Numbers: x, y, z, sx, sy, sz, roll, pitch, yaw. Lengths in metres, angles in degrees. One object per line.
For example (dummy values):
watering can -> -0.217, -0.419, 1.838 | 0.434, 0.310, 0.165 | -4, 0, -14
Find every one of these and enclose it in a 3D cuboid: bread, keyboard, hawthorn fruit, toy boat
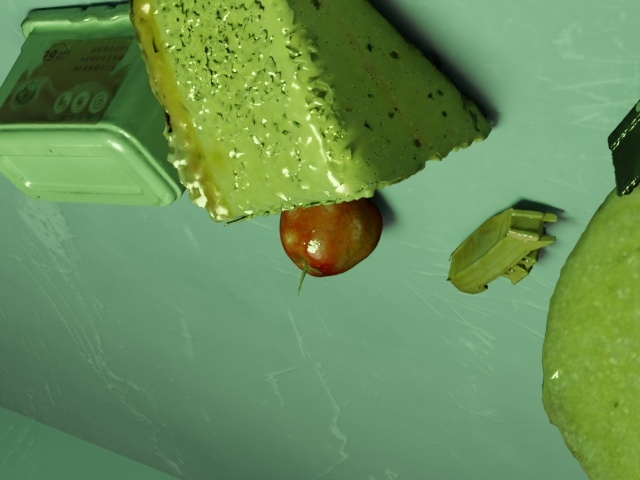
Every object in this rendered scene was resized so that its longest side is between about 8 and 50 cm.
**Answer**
bread -> -0.013, -0.190, 1.414 | 0.248, 0.279, 0.315 | -6, 96, 49
keyboard -> 0.303, -0.125, 1.150 | 0.023, 0.072, 0.231 | 12, 142, -16
hawthorn fruit -> 0.002, -0.015, 1.665 | 0.125, 0.140, 0.125 | 56, 169, 17
toy boat -> 0.208, 0.017, 1.585 | 0.072, 0.064, 0.206 | 18, 157, -14

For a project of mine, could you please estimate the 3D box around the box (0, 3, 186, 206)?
box -> -0.239, -0.143, 1.585 | 0.312, 0.182, 0.175 | 3, 145, 41

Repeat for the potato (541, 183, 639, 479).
potato -> 0.447, 0.121, 1.172 | 0.319, 0.385, 0.442 | 24, -171, -35
